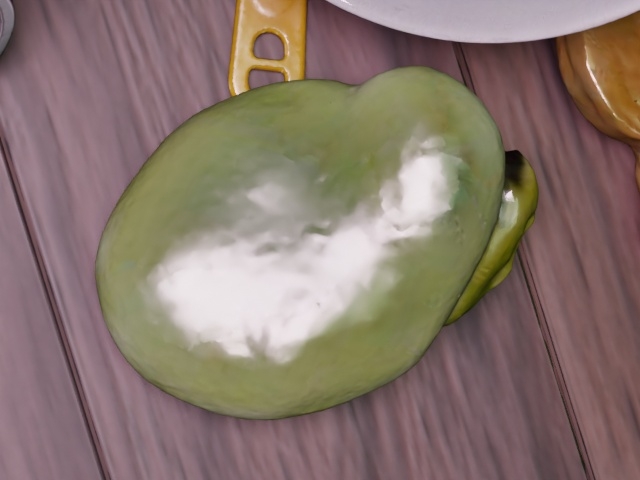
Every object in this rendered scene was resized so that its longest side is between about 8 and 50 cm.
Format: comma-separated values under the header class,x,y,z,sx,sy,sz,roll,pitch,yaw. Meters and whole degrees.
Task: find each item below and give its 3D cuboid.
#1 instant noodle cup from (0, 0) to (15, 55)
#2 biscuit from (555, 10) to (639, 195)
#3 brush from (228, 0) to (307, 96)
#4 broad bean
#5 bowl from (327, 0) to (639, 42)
class,x,y,z,sx,sy,sz,roll,pitch,yaw
instant noodle cup,-0.247,-0.120,0.717,0.208,0.177,0.125,-30,77,5
biscuit,0.299,-0.065,0.872,0.376,0.051,0.269,34,78,-8
brush,-0.020,-0.199,0.836,0.103,0.013,0.272,5,86,-11
broad bean,0.000,0.000,0.791,0.228,0.100,0.169,-12,81,0
bowl,0.092,-0.279,0.757,0.345,0.157,0.345,6,110,16
